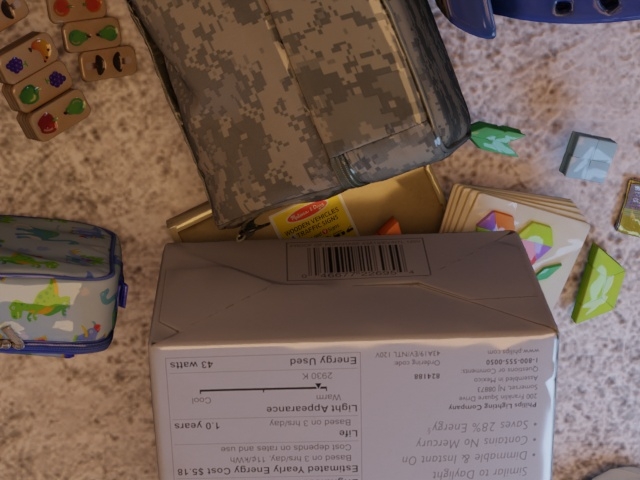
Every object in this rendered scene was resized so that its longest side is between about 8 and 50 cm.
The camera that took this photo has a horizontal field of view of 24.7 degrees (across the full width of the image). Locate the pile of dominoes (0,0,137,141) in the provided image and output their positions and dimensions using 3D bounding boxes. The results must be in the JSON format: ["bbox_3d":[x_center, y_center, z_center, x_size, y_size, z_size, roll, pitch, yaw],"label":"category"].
[{"bbox_3d":[-0.286,-0.217,1.332,0.196,0.040,0.251,-35,114,-24],"label":"pile of dominoes"}]

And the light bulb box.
[{"bbox_3d":[0.029,0.202,1.389,0.357,0.225,0.361,-1,114,-1],"label":"light bulb box"}]

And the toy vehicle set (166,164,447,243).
[{"bbox_3d":[0.000,0.000,1.477,0.266,0.035,0.166,-25,106,-1],"label":"toy vehicle set"}]

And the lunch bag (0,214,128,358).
[{"bbox_3d":[-0.268,0.040,1.355,0.176,0.219,0.090,3,104,-9],"label":"lunch bag"}]

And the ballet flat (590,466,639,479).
[{"bbox_3d":[0.211,0.382,1.553,0.400,0.139,0.139,-34,106,2],"label":"ballet flat"}]

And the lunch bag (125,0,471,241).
[{"bbox_3d":[-0.034,-0.178,1.328,0.256,0.212,0.305,-21,95,15],"label":"lunch bag"}]

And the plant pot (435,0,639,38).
[{"bbox_3d":[0.194,-0.308,1.332,0.212,0.236,0.236,-13,105,3],"label":"plant pot"}]

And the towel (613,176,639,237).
[{"bbox_3d":[0.352,-0.028,1.532,0.083,0.009,0.060,16,101,-11],"label":"towel"}]

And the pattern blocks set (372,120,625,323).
[{"bbox_3d":[0.178,0.037,1.484,0.285,0.026,0.325,-1,114,-15],"label":"pattern blocks set"}]
